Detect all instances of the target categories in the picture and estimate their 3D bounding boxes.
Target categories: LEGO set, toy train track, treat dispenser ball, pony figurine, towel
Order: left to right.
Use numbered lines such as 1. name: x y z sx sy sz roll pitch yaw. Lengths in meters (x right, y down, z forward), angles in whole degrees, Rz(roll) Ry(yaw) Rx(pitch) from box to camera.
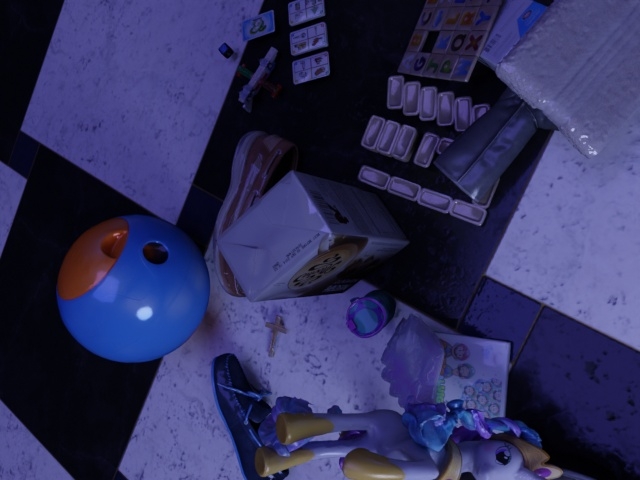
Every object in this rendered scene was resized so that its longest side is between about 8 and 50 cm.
1. treat dispenser ball: -0.360 0.093 1.199 0.288 0.288 0.288 -3 84 31
2. LEGO set: -0.091 -0.372 1.232 0.244 0.060 0.182 -11 74 22
3. toy train track: -0.086 0.185 1.185 0.048 0.014 0.083 16 100 24
4. pony figurine: 0.103 0.285 0.867 0.351 0.363 0.303 -160 73 -63
5. towel: 0.390 -0.273 0.843 0.187 0.049 0.282 43 85 2

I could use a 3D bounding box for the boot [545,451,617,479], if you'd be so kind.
1. boot: 0.378 0.435 0.838 0.263 0.091 0.229 16 93 29

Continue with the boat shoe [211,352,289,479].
1. boat shoe: -0.124 0.330 1.157 0.089 0.109 0.258 -22 91 20

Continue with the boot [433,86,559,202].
1. boot: 0.301 -0.144 0.937 0.208 0.076 0.189 -49 54 6

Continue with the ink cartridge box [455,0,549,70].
1. ink cartridge box: 0.283 -0.327 0.959 0.104 0.060 0.180 -50 34 17

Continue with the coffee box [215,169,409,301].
1. coffee box: 0.000 0.000 0.984 0.168 0.297 0.119 -39 71 21

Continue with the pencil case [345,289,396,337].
1. pencil case: 0.084 0.117 1.007 0.070 0.151 0.064 -18 85 13

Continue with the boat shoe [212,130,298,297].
1. boat shoe: -0.116 -0.047 1.164 0.116 0.123 0.324 11 93 29

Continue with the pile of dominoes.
1. pile of dominoes: 0.196 -0.157 1.047 0.251 0.040 0.196 24 96 22

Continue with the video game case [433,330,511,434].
1. video game case: 0.228 0.232 0.988 0.143 0.019 0.157 4 87 31

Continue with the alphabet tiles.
1. alphabet tiles: 0.224 -0.379 0.997 0.198 0.009 0.237 36 106 59
